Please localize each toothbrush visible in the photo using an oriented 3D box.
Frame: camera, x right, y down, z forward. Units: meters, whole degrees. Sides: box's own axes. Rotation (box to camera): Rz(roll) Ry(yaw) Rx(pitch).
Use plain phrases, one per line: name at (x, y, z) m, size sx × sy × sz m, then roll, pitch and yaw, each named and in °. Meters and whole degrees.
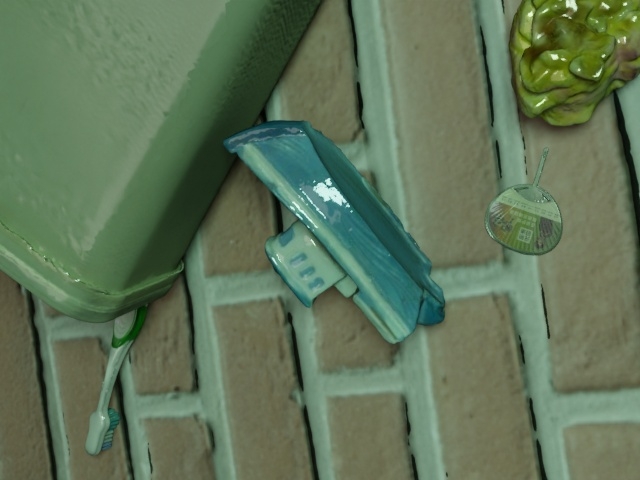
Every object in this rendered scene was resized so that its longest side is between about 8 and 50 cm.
toothbrush at (-0.178, 0.065, 0.963) m, size 0.030 × 0.030 × 0.304 m, roll 22°, pitch 105°, yaw 25°

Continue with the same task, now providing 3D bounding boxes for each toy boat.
toy boat at (0.000, 0.000, 0.799) m, size 0.102 × 0.088 × 0.215 m, roll -36°, pitch 99°, yaw 17°

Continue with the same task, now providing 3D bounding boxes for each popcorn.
popcorn at (0.176, -0.138, 0.720) m, size 0.097 × 0.089 × 0.109 m, roll 42°, pitch 117°, yaw 31°

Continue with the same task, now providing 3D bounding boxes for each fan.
fan at (0.165, -0.022, 0.781) m, size 0.060 × 0.003 × 0.080 m, roll 49°, pitch 115°, yaw 15°

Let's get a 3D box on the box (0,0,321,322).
box at (-0.210, -0.176, 0.836) m, size 0.352 × 0.177 × 0.344 m, roll 34°, pitch 104°, yaw 10°
